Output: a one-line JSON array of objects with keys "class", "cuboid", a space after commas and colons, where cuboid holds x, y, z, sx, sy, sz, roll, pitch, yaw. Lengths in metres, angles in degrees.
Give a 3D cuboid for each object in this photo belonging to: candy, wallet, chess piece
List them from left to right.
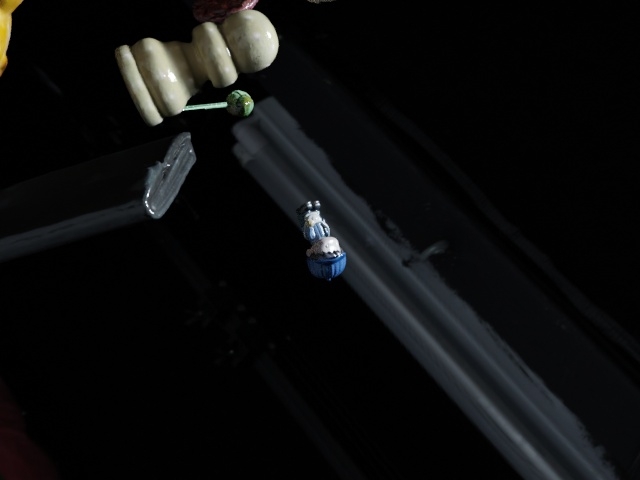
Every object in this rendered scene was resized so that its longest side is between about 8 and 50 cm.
[{"class": "wallet", "cuboid": [-0.380, -0.043, 0.984, 0.406, 0.228, 0.062, -15, -66, 13]}, {"class": "chess piece", "cuboid": [-0.227, -0.347, 1.382, 0.299, 0.167, 0.167, -22, -98, -4]}, {"class": "candy", "cuboid": [-0.227, -0.282, 1.502, 0.061, 0.202, 0.061, 15, -68, 42]}]

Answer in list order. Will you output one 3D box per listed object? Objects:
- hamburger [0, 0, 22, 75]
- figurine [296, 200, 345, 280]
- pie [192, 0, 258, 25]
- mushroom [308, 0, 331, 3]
[{"class": "hamburger", "cuboid": [-0.537, -0.288, 1.004, 0.303, 0.186, 0.261, -62, -146, 7]}, {"class": "figurine", "cuboid": [-0.006, 0.004, 1.257, 0.079, 0.077, 0.136, -43, -111, 35]}, {"class": "pie", "cuboid": [-0.199, -0.492, 1.497, 0.153, 0.153, 0.038, 17, -37, 33]}, {"class": "mushroom", "cuboid": [0.084, -0.530, 1.214, 0.137, 0.407, 0.154, 20, -40, 33]}]
